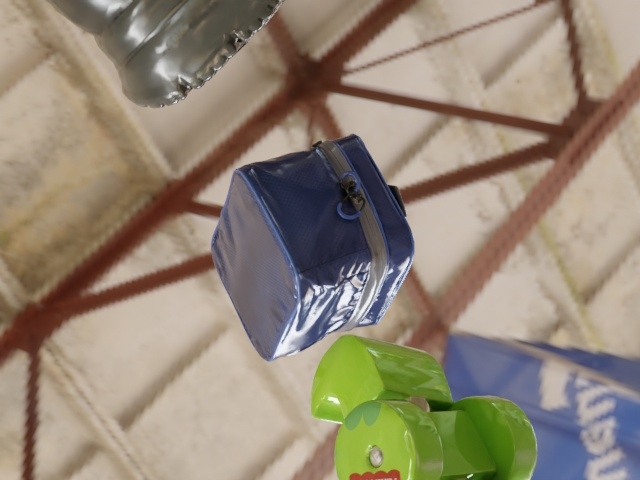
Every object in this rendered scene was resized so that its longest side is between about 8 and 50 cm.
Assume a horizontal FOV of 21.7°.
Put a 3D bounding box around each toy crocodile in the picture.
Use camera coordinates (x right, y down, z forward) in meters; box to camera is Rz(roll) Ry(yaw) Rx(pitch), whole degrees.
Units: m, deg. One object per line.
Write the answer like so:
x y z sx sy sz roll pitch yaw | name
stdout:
0.089 0.191 0.963 0.115 0.340 0.105 2 -41 -45 | toy crocodile

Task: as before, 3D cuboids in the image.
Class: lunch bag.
0.000 0.000 0.704 0.065 0.067 0.098 -19 -21 -22 | lunch bag

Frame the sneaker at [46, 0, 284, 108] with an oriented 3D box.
-0.015 -0.172 0.558 0.130 0.109 0.286 39 -65 -14 | sneaker
